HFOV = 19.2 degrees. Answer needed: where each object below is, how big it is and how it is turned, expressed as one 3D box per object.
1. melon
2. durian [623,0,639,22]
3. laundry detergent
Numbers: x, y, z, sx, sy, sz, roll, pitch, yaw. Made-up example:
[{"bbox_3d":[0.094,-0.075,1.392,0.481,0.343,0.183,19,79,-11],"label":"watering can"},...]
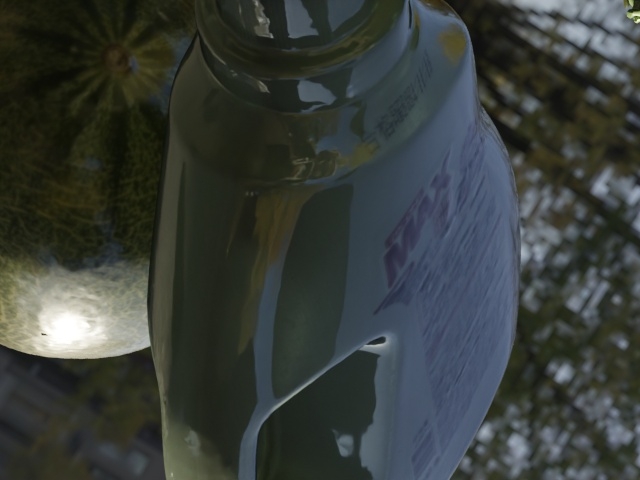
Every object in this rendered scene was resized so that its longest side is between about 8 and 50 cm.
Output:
[{"bbox_3d":[-0.138,-0.053,1.098,0.237,0.237,0.301,-60,-175,-17],"label":"melon"},{"bbox_3d":[0.156,-0.175,0.644,0.163,0.198,0.394,-28,167,-14],"label":"durian"},{"bbox_3d":[0.000,0.000,0.863,0.264,0.124,0.398,-57,158,-24],"label":"laundry detergent"}]
